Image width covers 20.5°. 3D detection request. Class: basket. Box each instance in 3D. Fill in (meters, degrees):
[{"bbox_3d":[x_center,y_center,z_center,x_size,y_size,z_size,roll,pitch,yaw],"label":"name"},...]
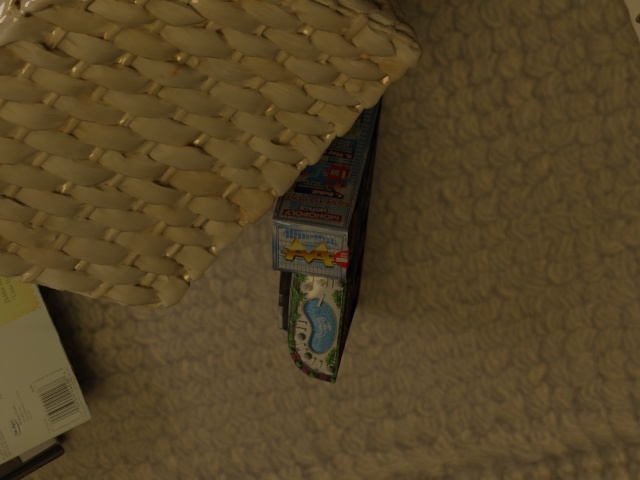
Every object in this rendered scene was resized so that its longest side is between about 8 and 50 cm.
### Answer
[{"bbox_3d":[-0.168,-0.163,1.213,0.328,0.331,0.266,-44,54,22],"label":"basket"}]

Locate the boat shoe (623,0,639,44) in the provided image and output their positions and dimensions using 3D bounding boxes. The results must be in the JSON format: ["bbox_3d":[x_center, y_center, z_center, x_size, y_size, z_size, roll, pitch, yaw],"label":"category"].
[{"bbox_3d":[0.214,-0.219,1.289,0.096,0.098,0.277,-28,105,18],"label":"boat shoe"}]

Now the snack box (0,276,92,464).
[{"bbox_3d":[-0.335,0.042,1.455,0.187,0.060,0.322,-26,105,-21],"label":"snack box"}]

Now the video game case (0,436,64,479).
[{"bbox_3d":[-0.390,0.141,1.496,0.275,0.035,0.248,-29,107,-18],"label":"video game case"}]

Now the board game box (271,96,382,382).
[{"bbox_3d":[0.000,0.000,1.363,0.060,0.194,0.194,8,112,6],"label":"board game box"}]
